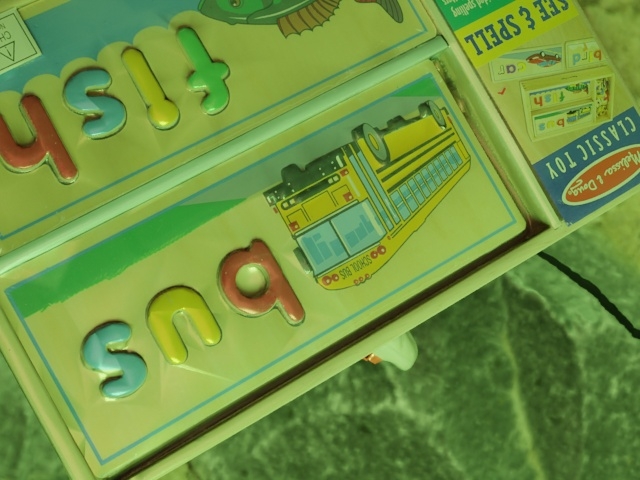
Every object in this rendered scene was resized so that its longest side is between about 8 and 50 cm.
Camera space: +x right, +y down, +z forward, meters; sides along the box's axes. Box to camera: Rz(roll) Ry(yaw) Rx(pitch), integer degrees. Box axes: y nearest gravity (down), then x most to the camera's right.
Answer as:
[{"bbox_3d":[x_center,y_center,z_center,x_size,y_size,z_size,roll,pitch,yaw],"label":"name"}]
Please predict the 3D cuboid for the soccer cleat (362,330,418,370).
[{"bbox_3d":[0.000,0.000,0.674,0.196,0.068,0.076,45,82,-2],"label":"soccer cleat"}]

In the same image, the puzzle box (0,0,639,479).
[{"bbox_3d":[-0.018,-0.062,0.621,0.408,0.052,0.272,-30,88,-19],"label":"puzzle box"}]
